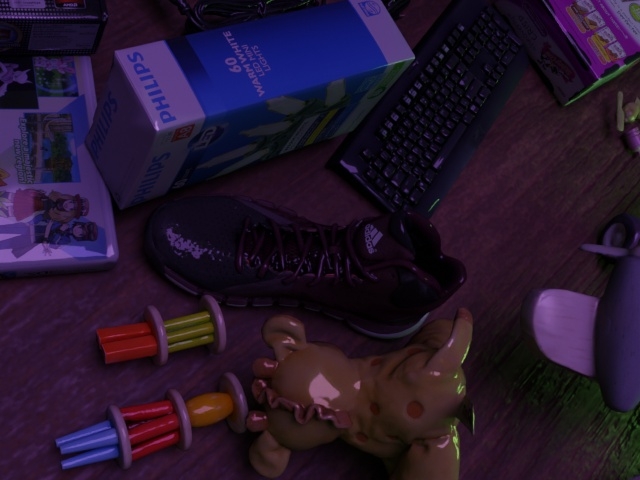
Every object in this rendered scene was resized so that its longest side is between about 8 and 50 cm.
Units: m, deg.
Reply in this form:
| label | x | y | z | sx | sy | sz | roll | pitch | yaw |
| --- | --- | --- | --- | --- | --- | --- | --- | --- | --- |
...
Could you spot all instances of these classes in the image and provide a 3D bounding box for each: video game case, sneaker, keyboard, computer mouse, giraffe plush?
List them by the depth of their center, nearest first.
| label | x | y | z | sx | sy | sz | roll | pitch | yaw |
| --- | --- | --- | --- | --- | --- | --- | --- | --- | --- |
| giraffe plush | 0.029 | 0.135 | 0.691 | 0.170 | 0.210 | 0.181 | 5 | 72 | 4 |
| video game case | -0.339 | -0.122 | 0.692 | 0.300 | 0.036 | 0.329 | -4 | 72 | -26 |
| sneaker | 0.000 | 0.000 | 0.724 | 0.281 | 0.162 | 0.106 | 14 | 66 | -19 |
| computer mouse | -0.119 | -0.322 | 0.858 | 0.184 | 0.060 | 0.262 | -26 | 94 | -34 |
| keyboard | 0.105 | -0.177 | 0.918 | 0.201 | 0.033 | 0.317 | 39 | 59 | -6 |

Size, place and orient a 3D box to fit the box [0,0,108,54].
| label | x | y | z | sx | sy | sz | roll | pitch | yaw |
| --- | --- | --- | --- | --- | --- | --- | --- | --- | --- |
| box | -0.331 | -0.261 | 0.693 | 0.270 | 0.060 | 0.216 | -6 | 74 | -27 |

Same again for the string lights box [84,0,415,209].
| label | x | y | z | sx | sy | sz | roll | pitch | yaw |
| --- | --- | --- | --- | --- | --- | --- | --- | --- | --- |
| string lights box | -0.060 | -0.124 | 0.727 | 0.260 | 0.133 | 0.077 | -23 | 78 | -32 |

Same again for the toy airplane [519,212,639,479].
| label | x | y | z | sx | sy | sz | roll | pitch | yaw |
| --- | --- | --- | --- | --- | --- | --- | --- | --- | --- |
| toy airplane | 0.412 | 0.119 | 0.803 | 0.386 | 0.272 | 0.384 | -31 | 86 | -31 |

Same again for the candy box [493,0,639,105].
| label | x | y | z | sx | sy | sz | roll | pitch | yaw |
| --- | --- | --- | --- | --- | --- | --- | --- | --- | --- |
| candy box | 0.347 | -0.284 | 1.045 | 0.233 | 0.071 | 0.159 | -29 | 84 | -30 |

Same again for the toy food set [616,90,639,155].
| label | x | y | z | sx | sy | sz | roll | pitch | yaw |
| --- | --- | --- | --- | --- | --- | --- | --- | --- | --- |
| toy food set | 0.407 | -0.135 | 1.047 | 0.122 | 0.019 | 0.078 | 23 | 63 | -24 |

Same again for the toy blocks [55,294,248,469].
| label | x | y | z | sx | sy | sz | roll | pitch | yaw |
| --- | --- | --- | --- | --- | --- | --- | --- | --- | --- |
| toy blocks | -0.144 | 0.116 | 0.678 | 0.148 | 0.054 | 0.123 | -11 | 76 | -27 |
